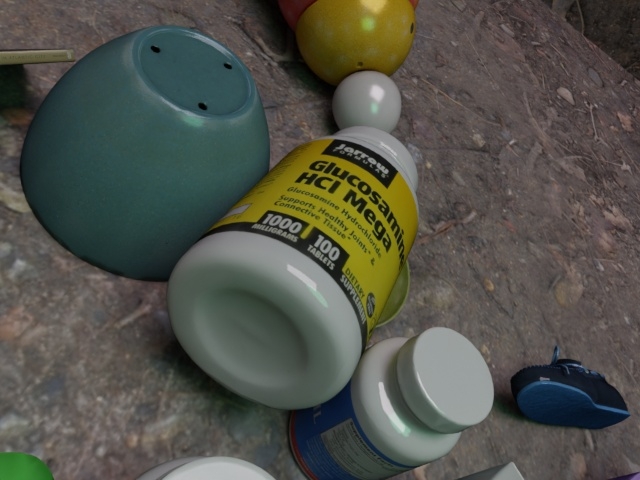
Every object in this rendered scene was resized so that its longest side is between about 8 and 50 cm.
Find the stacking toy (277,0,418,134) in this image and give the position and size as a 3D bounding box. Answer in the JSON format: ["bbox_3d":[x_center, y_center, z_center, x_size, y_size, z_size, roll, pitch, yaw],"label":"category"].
[{"bbox_3d":[0.059,-0.391,0.982,0.351,0.350,0.480,0,77,-34],"label":"stacking toy"}]

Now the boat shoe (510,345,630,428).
[{"bbox_3d":[0.362,0.224,0.836,0.258,0.109,0.089,28,37,-37],"label":"boat shoe"}]

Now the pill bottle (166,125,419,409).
[{"bbox_3d":[0.000,0.000,0.607,0.188,0.188,0.334,39,40,-4],"label":"pill bottle"}]

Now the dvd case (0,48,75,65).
[{"bbox_3d":[-0.401,-0.189,0.580,0.221,0.164,0.018,-21,117,-41],"label":"dvd case"}]

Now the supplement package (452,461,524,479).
[{"bbox_3d":[0.080,0.356,0.460,0.263,0.199,0.198,-16,68,-40],"label":"supplement package"}]

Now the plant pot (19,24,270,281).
[{"bbox_3d":[-0.174,-0.125,0.642,0.290,0.195,0.290,18,50,-23],"label":"plant pot"}]

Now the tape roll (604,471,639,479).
[{"bbox_3d":[0.452,0.452,0.722,0.275,0.090,0.275,17,51,-22],"label":"tape roll"}]

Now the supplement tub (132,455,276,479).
[{"bbox_3d":[-0.108,0.247,0.411,0.144,0.199,0.144,18,50,-23],"label":"supplement tub"}]

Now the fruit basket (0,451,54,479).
[{"bbox_3d":[-0.348,0.210,0.289,0.392,0.283,0.392,11,11,-2],"label":"fruit basket"}]

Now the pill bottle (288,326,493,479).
[{"bbox_3d":[0.067,0.173,0.568,0.124,0.221,0.124,18,50,-23],"label":"pill bottle"}]

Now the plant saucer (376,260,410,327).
[{"bbox_3d":[0.017,0.020,0.777,0.241,0.037,0.241,18,51,-24],"label":"plant saucer"}]
